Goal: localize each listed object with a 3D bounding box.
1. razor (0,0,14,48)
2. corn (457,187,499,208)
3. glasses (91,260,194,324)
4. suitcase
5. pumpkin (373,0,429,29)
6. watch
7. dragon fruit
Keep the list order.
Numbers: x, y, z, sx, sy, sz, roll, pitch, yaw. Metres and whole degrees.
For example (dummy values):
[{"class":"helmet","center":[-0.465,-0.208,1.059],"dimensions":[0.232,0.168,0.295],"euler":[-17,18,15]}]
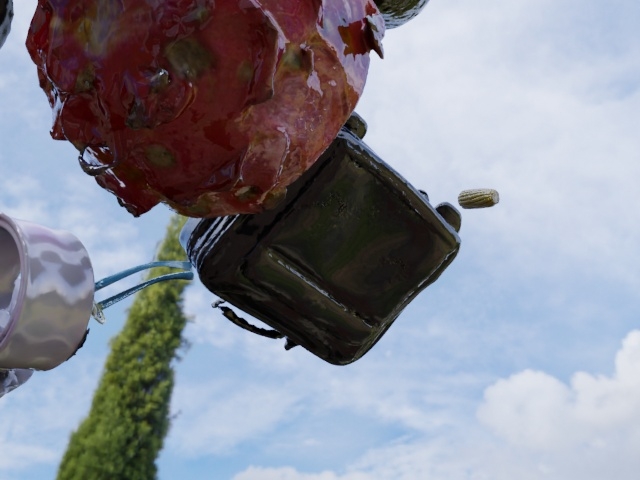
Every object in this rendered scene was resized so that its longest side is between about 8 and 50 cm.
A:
[{"class":"razor","center":[-0.506,-0.347,0.841],"dimensions":[0.327,0.107,0.189],"euler":[33,-40,12]},{"class":"corn","center":[0.270,-0.071,1.250],"dimensions":[0.037,0.037,0.092],"euler":[27,-13,-27]},{"class":"glasses","center":[-0.342,0.098,1.354],"dimensions":[0.220,0.088,0.189],"euler":[-7,-13,-11]},{"class":"suitcase","center":[0.000,0.000,1.078],"dimensions":[0.339,0.188,0.345],"euler":[-48,-53,6]},{"class":"pumpkin","center":[0.054,-0.378,1.041],"dimensions":[0.223,0.157,0.224],"euler":[9,-5,1]},{"class":"watch","center":[-0.396,0.060,0.928],"dimensions":[0.217,0.248,0.211],"euler":[-39,-31,18]},{"class":"dragon fruit","center":[-0.142,-0.219,0.771],"dimensions":[0.386,0.371,0.249],"euler":[-10,-14,20]}]
